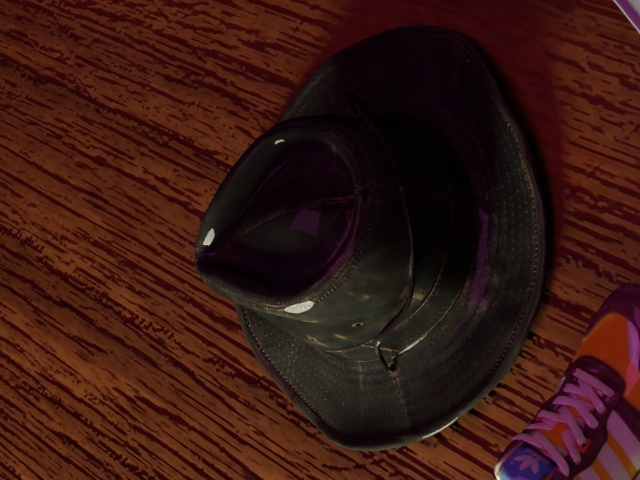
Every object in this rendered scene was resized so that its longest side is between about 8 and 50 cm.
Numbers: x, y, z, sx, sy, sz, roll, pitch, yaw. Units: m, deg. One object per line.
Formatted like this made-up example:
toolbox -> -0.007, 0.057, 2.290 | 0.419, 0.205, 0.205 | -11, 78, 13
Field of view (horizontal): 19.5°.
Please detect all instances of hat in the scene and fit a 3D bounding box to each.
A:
hat -> 0.000, 0.000, 1.308 | 0.331, 0.134, 0.331 | -2, 87, 51

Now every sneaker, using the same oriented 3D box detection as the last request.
sneaker -> 0.144, 0.112, 1.029 | 0.069, 0.084, 0.185 | 27, 109, 49

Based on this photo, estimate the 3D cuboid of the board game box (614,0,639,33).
board game box -> 0.285, -0.239, 0.977 | 0.390, 0.050, 0.390 | 60, 142, 35
